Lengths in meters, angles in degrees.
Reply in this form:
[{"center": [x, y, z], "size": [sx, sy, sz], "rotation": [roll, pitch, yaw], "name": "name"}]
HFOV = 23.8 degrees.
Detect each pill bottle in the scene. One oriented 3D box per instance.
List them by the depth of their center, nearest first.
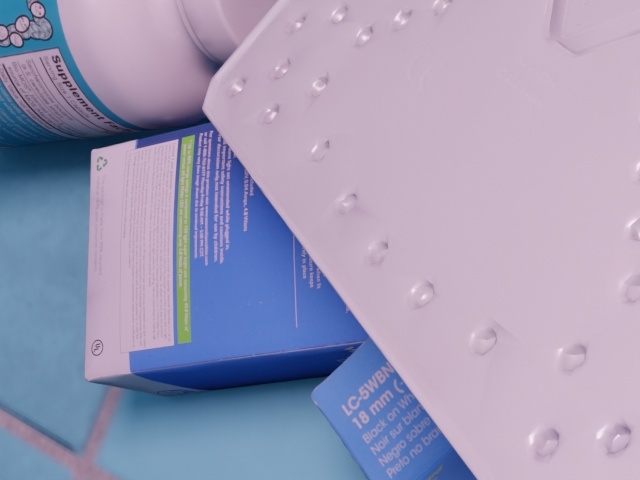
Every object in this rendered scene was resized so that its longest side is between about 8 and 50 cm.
[{"center": [-0.139, -0.131, 0.872], "size": [0.264, 0.146, 0.146], "rotation": [-4, 75, 33], "name": "pill bottle"}]

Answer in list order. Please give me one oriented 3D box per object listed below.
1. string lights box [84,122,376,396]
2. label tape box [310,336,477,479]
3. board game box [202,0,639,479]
[{"center": [0.000, 0.000, 0.785], "size": [0.260, 0.077, 0.133], "rotation": [-10, 73, 32], "name": "string lights box"}, {"center": [0.138, 0.123, 0.584], "size": [0.240, 0.106, 0.333], "rotation": [-47, 69, 24], "name": "label tape box"}, {"center": [0.150, -0.113, 0.578], "size": [0.390, 0.050, 0.390], "rotation": [-48, 35, 7], "name": "board game box"}]
